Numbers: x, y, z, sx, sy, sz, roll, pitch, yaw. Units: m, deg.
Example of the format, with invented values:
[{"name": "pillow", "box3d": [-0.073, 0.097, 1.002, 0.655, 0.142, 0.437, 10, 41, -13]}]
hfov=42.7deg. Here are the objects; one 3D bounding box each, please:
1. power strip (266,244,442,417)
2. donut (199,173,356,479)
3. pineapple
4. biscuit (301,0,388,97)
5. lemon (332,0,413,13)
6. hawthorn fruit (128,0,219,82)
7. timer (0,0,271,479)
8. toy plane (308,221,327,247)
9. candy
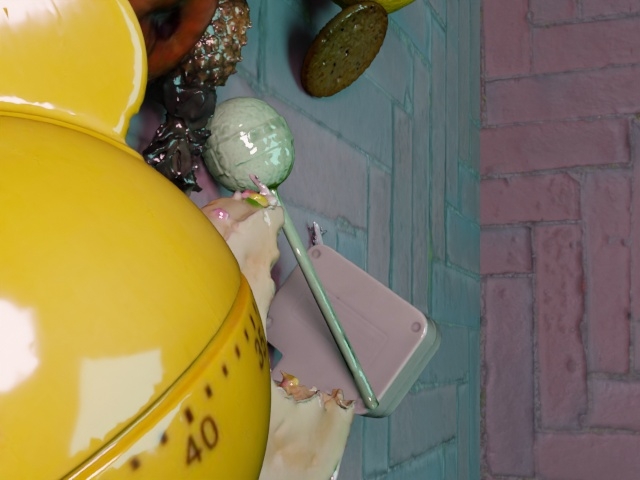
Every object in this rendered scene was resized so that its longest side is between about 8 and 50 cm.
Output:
[{"name": "power strip", "box3d": [0.004, 0.160, 1.151, 0.261, 0.229, 0.141, -55, 150, 1]}, {"name": "donut", "box3d": [-0.103, 0.146, 0.918, 0.307, 0.150, 0.371, -48, 124, -53]}, {"name": "pineapple", "box3d": [-0.147, -0.169, 0.937, 0.125, 0.125, 0.251, 31, 64, -64]}, {"name": "biscuit", "box3d": [0.039, -0.318, 1.360, 0.188, 0.027, 0.188, -37, 158, -17]}, {"name": "lemon", "box3d": [0.087, -0.498, 1.373, 0.288, 0.234, 0.233, 36, 55, -73]}, {"name": "hawthorn fruit", "box3d": [-0.196, -0.238, 0.651, 0.262, 0.258, 0.258, -140, -140, -69]}, {"name": "timer", "box3d": [-0.216, 0.055, 0.473, 0.387, 0.376, 0.376, 62, 30, -16]}, {"name": "toy plane", "box3d": [-0.002, 0.001, 1.387, 0.084, 0.024, 0.078, 63, 33, -35]}, {"name": "candy", "box3d": [-0.024, 0.019, 1.057, 0.440, 0.119, 0.119, 64, 26, -4]}]
